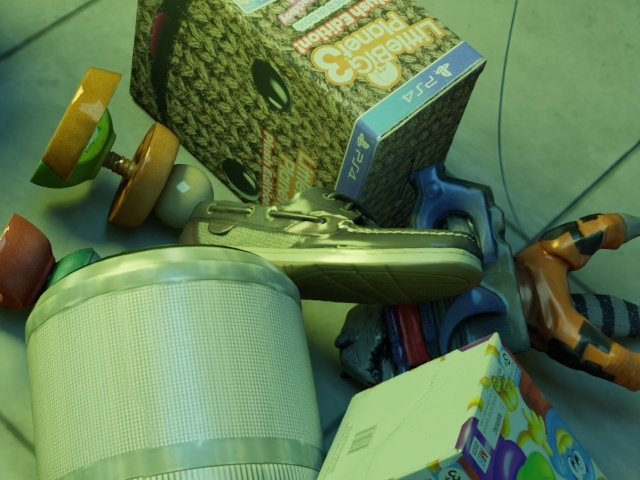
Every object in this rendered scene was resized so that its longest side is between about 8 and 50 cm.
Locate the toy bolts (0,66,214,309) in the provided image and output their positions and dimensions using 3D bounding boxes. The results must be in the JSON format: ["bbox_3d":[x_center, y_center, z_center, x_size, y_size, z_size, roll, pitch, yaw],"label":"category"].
[{"bbox_3d":[-0.178,-0.017,1.254,0.158,0.218,0.229,27,73,-11],"label":"toy bolts"}]

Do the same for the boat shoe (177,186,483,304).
[{"bbox_3d":[0.000,0.000,1.212,0.285,0.103,0.092,-3,68,29],"label":"boat shoe"}]

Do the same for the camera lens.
[{"bbox_3d":[-0.107,0.154,1.110,0.219,0.219,0.274,-4,65,-14],"label":"camera lens"}]

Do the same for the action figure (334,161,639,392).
[{"bbox_3d":[0.175,0.108,1.287,0.330,0.178,0.341,-2,82,-5],"label":"action figure"}]

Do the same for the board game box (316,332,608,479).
[{"bbox_3d":[0.138,0.232,1.066,0.275,0.142,0.144,52,32,-17],"label":"board game box"}]

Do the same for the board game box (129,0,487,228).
[{"bbox_3d":[-0.023,-0.148,1.338,0.291,0.232,0.141,42,59,17],"label":"board game box"}]
